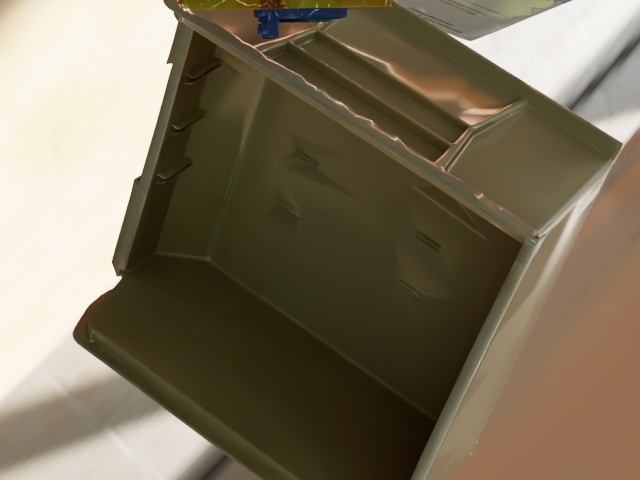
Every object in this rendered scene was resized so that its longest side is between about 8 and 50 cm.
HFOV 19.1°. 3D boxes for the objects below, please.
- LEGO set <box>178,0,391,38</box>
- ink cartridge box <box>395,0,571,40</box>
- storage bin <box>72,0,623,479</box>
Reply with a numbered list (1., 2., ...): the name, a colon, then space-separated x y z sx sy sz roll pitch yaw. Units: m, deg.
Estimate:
1. LEGO set: -0.026 -0.144 0.925 0.093 0.227 0.087 -2 94 -12
2. ink cartridge box: 0.170 -0.296 1.497 0.117 0.278 0.201 18 72 -28
3. storage bin: 0.000 0.000 1.094 0.123 0.260 0.262 -39 157 -46
